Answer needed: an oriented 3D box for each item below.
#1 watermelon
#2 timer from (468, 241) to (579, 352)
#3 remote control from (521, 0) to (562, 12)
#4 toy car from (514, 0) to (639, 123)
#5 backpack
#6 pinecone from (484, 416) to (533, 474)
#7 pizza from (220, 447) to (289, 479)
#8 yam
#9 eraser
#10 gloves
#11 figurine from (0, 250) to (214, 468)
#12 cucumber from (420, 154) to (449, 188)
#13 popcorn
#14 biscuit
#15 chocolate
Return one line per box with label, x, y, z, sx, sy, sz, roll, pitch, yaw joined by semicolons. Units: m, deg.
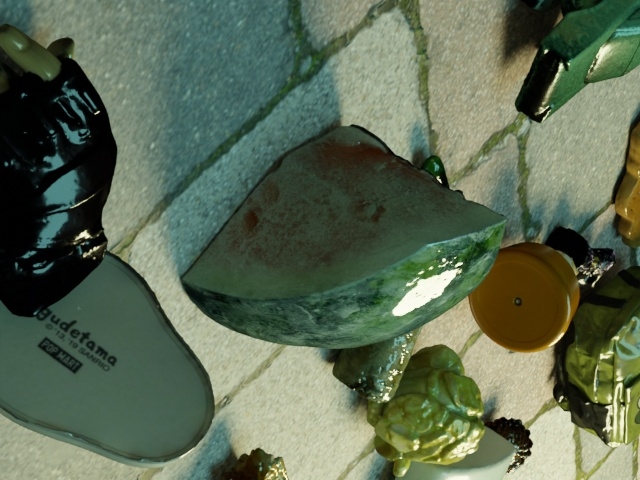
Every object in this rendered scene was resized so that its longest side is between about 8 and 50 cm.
watermelon;0.000;0.000;1.727;0.289;0.214;0.320;-8;176;-15
timer;0.268;0.050;2.169;0.152;0.132;0.132;-32;145;-56
remote control;0.211;-0.292;1.804;0.097;0.045;0.256;-55;154;3
toy car;0.340;-0.254;1.953;0.320;0.097;0.141;-42;165;-24
backpack;0.419;0.150;2.475;0.207;0.140;0.253;-40;141;-27
pinecone;0.242;0.276;2.400;0.077;0.077;0.083;-37;179;-31
pizza;-0.083;0.298;1.936;0.154;0.069;0.194;-23;131;-45
yam;0.076;0.087;1.949;0.078;0.078;0.179;-6;125;-54
eraser;0.132;0.385;2.308;0.189;0.104;0.290;-4;122;-50
gloves;-0.215;-0.066;1.323;0.203;0.124;0.164;90;19;-47
figurine;-0.209;0.112;1.421;0.166;0.250;0.141;-37;165;-37
cucumber;0.129;-0.041;1.945;0.036;0.033;0.184;-64;158;-25
popcorn;0.124;0.204;2.082;0.162;0.135;0.141;-58;158;-1
biscuit;0.441;-0.093;2.361;0.144;0.040;0.236;-25;141;-33
chocolate;0.336;0.021;2.301;0.147;0.072;0.070;15;66;-68
